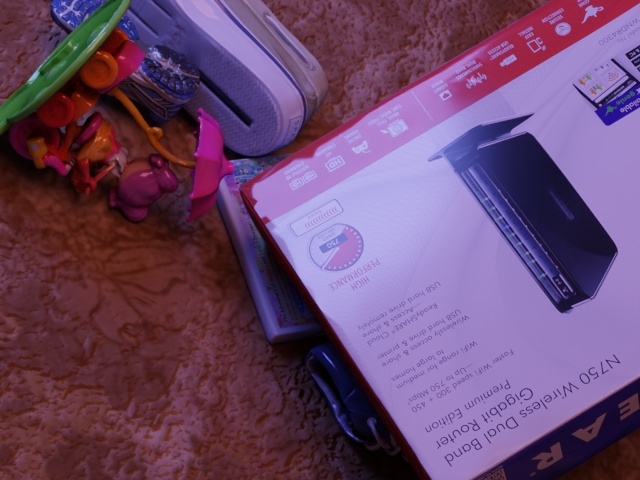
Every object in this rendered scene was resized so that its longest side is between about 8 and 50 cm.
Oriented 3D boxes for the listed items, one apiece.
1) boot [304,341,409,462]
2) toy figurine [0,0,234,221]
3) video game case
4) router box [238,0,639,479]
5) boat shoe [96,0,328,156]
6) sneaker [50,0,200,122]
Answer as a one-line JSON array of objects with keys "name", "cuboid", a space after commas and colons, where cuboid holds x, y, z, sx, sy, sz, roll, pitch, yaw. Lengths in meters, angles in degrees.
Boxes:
[{"name": "boot", "cuboid": [0.068, 0.144, 1.476, 0.086, 0.069, 0.190, -23, 62, -26]}, {"name": "toy figurine", "cuboid": [-0.148, -0.072, 1.486, 0.159, 0.173, 0.130, 44, 24, -16]}, {"name": "video game case", "cuboid": [0.000, 0.000, 1.561, 0.143, 0.019, 0.157, -8, 64, -27]}, {"name": "router box", "cuboid": [0.160, -0.001, 1.437, 0.335, 0.082, 0.301, -31, 59, -5]}, {"name": "boat shoe", "cuboid": [-0.120, -0.192, 1.595, 0.302, 0.109, 0.094, 48, 36, 2]}, {"name": "sneaker", "cuboid": [-0.161, -0.138, 1.553, 0.135, 0.058, 0.052, 38, 39, 9]}]
